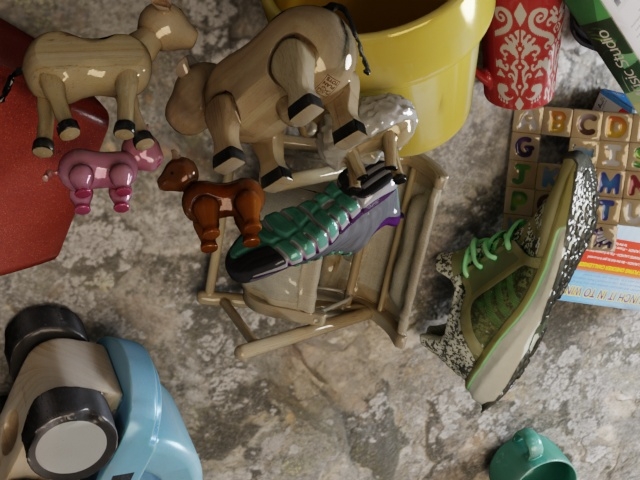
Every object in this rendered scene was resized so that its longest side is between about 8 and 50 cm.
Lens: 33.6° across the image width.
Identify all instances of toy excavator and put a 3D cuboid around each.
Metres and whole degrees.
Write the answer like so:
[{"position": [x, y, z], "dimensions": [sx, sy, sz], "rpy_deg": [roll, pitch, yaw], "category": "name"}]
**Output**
[{"position": [-0.244, 0.343, 1.419], "dimensions": [0.445, 0.222, 0.433], "rpy_deg": [16, 112, -31], "category": "toy excavator"}]

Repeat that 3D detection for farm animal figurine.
[{"position": [-0.101, -0.140, 1.034], "dimensions": [0.326, 0.172, 0.330], "rpy_deg": [-20, 153, 16], "category": "farm animal figurine"}]

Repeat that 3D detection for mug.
[{"position": [0.351, 0.375, 1.760], "dimensions": [0.129, 0.097, 0.158], "rpy_deg": [11, 113, -27], "category": "mug"}, {"position": [0.236, -0.261, 1.345], "dimensions": [0.150, 0.113, 0.169], "rpy_deg": [1, 127, 9], "category": "mug"}]

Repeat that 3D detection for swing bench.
[{"position": [0.000, 0.000, 1.356], "dimensions": [0.254, 0.165, 0.253], "rpy_deg": [-2, 119, -28], "category": "swing bench"}]

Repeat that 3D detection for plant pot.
[{"position": [-0.377, -0.109, 1.086], "dimensions": [0.235, 0.267, 0.267], "rpy_deg": [7, 117, -41], "category": "plant pot"}, {"position": [0.078, -0.230, 1.214], "dimensions": [0.254, 0.254, 0.239], "rpy_deg": [-27, 141, -6], "category": "plant pot"}]

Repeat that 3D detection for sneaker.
[{"position": [0.003, 0.002, 1.202], "dimensions": [0.223, 0.083, 0.098], "rpy_deg": [-31, 134, -10], "category": "sneaker"}, {"position": [0.245, 0.045, 1.470], "dimensions": [0.158, 0.182, 0.410], "rpy_deg": [-35, 149, -57], "category": "sneaker"}]

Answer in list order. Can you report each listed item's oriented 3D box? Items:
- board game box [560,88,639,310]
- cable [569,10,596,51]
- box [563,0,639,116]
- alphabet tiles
[{"position": [0.492, -0.046, 1.579], "dimensions": [0.308, 0.086, 0.302], "rpy_deg": [9, 115, -27], "category": "board game box"}, {"position": [0.415, -0.328, 1.402], "dimensions": [0.184, 0.047, 0.150], "rpy_deg": [-27, 123, -9], "category": "cable"}, {"position": [0.408, -0.317, 1.302], "dimensions": [0.322, 0.058, 0.232], "rpy_deg": [49, 66, -21], "category": "box"}, {"position": [0.376, -0.081, 1.459], "dimensions": [0.237, 0.009, 0.198], "rpy_deg": [7, 110, 12], "category": "alphabet tiles"}]
